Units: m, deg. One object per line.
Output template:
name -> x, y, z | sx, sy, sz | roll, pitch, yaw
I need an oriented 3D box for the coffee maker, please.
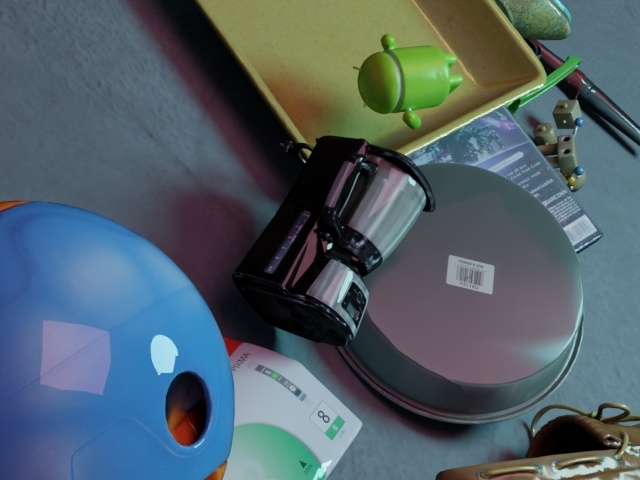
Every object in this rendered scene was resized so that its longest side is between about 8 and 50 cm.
coffee maker -> 0.000, 0.000, 1.266 | 0.120, 0.171, 0.178 | 45, 67, -28

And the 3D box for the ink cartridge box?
ink cartridge box -> -0.090, 0.146, 1.154 | 0.225, 0.056, 0.181 | 45, 41, -2

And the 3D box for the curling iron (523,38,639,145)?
curling iron -> 0.348, -0.207, 1.812 | 0.274, 0.035, 0.068 | 38, 45, -7

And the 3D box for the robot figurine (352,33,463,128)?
robot figurine -> 0.090, -0.170, 1.396 | 0.115, 0.067, 0.101 | -11, 81, -24

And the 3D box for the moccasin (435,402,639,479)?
moccasin -> 0.262, 0.228, 1.322 | 0.380, 0.139, 0.147 | -12, 74, -34

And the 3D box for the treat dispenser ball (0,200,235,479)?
treat dispenser ball -> -0.202, 0.116, 0.904 | 0.288, 0.288, 0.288 | 22, 46, -24

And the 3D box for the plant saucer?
plant saucer -> 0.036, -0.232, 1.494 | 0.333, 0.081, 0.333 | -28, 77, -30

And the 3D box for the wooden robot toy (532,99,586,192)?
wooden robot toy -> 0.306, -0.096, 1.683 | 0.173, 0.076, 0.079 | -79, 150, -44

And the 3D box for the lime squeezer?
lime squeezer -> 0.244, -0.117, 1.624 | 0.110, 0.059, 0.310 | 24, 55, -12

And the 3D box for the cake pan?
cake pan -> 0.143, 0.042, 1.353 | 0.293, 0.054, 0.293 | 7, 61, -12

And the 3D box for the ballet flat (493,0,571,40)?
ballet flat -> 0.169, -0.354, 1.736 | 0.348, 0.123, 0.123 | 42, 41, 1

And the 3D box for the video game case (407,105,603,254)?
video game case -> 0.176, -0.071, 1.525 | 0.196, 0.026, 0.274 | -29, 76, -29
